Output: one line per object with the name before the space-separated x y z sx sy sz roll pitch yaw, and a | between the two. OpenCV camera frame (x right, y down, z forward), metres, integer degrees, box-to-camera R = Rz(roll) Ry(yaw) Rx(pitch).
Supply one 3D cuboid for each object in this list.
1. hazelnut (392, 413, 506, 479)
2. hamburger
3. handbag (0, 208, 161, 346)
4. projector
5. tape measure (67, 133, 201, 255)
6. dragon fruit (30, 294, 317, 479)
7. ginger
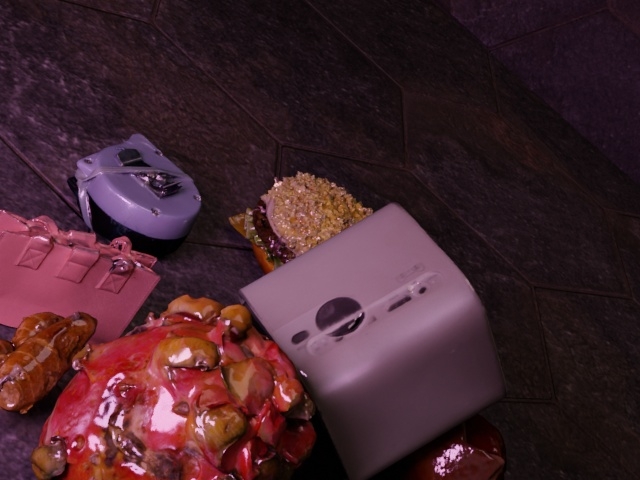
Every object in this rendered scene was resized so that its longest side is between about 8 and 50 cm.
hazelnut | 0.189 0.320 1.771 0.202 0.160 0.170 54 3 7
hamburger | 0.000 0.000 2.029 0.262 0.139 0.243 50 31 21
handbag | -0.323 0.048 1.590 0.212 0.157 0.059 19 36 -30
projector | 0.068 0.135 1.689 0.248 0.249 0.248 51 -13 46
tape measure | -0.262 -0.064 1.867 0.181 0.107 0.182 36 27 9
dragon fruit | -0.141 0.188 1.493 0.296 0.263 0.314 36 30 -4
ginger | -0.341 0.139 1.520 0.103 0.073 0.162 15 41 33
